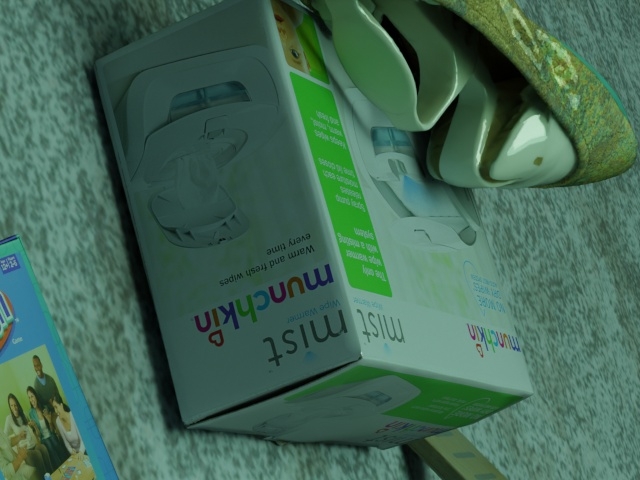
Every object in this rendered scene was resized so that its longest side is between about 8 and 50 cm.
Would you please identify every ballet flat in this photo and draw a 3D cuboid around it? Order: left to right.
[{"bbox_3d":[0.085,-0.099,1.161,0.348,0.123,0.123,44,33,-45],"label":"ballet flat"}]

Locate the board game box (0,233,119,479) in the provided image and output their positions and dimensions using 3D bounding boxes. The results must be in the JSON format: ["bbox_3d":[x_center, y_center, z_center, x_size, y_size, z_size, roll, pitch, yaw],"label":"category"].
[{"bbox_3d":[-0.150,0.114,0.843,0.160,0.047,0.210,-25,94,-66],"label":"board game box"}]

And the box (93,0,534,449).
[{"bbox_3d":[0.000,0.000,1.166,0.262,0.127,0.231,19,51,-61],"label":"box"}]

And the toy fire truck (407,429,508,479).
[{"bbox_3d":[0.161,0.239,1.317,0.217,0.159,0.246,9,73,-63],"label":"toy fire truck"}]
